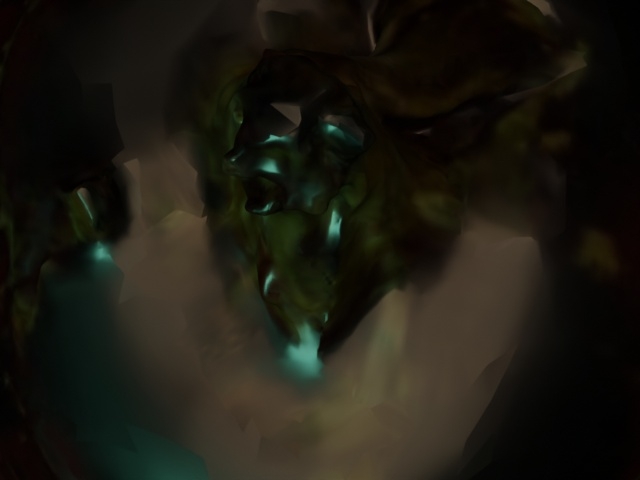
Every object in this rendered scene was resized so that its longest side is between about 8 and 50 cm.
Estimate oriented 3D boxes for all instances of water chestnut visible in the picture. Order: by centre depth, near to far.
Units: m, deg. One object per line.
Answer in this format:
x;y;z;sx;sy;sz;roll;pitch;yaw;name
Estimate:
0.000;0.000;0.611;0.350;0.302;0.350;0;81;-3;water chestnut
